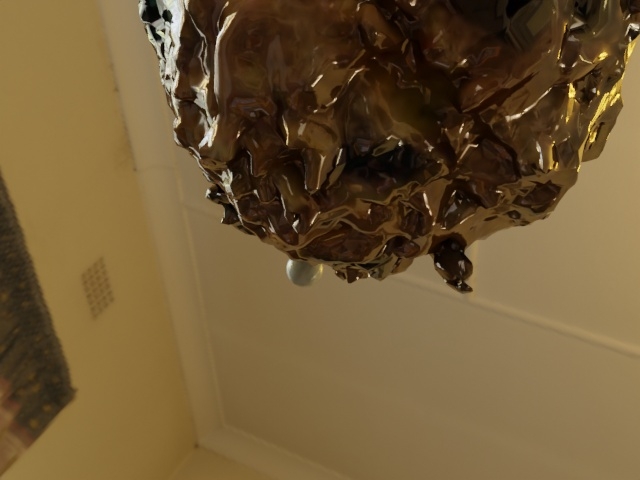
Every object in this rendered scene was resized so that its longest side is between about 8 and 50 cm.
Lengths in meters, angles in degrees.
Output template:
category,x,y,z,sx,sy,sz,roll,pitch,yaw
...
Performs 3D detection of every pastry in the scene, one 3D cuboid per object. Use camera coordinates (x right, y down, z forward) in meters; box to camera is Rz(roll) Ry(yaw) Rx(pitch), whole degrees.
category,x,y,z,sx,sy,sz,roll,pitch,yaw
pastry,0.030,-0.158,0.467,0.292,0.338,0.405,-2,-38,-10

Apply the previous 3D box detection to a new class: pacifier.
category,x,y,z,sx,sy,sz,roll,pitch,yaw
pacifier,0.000,0.000,0.655,0.099,0.081,0.078,27,-77,-3
